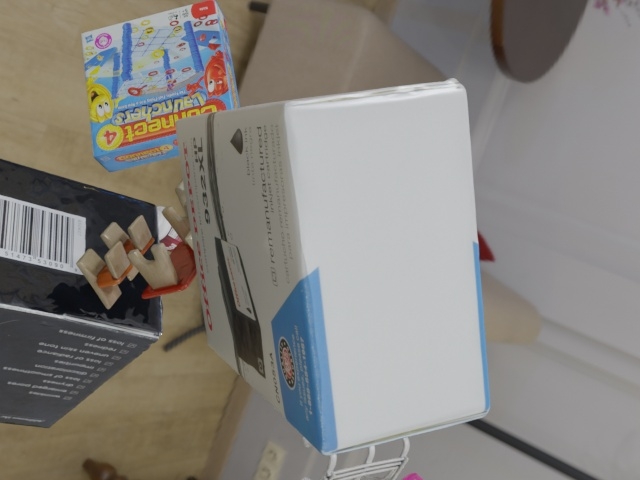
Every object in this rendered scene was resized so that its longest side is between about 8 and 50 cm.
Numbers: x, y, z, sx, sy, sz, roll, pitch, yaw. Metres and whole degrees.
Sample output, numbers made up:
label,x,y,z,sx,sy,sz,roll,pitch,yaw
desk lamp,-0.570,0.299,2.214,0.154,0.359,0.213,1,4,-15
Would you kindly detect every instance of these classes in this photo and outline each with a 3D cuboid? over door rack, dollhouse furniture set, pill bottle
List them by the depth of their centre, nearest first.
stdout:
label,x,y,z,sx,sy,sz,roll,pitch,yaw
over door rack,-0.007,0.434,1.244,0.239,0.108,0.324,12,101,-54
dollhouse furniture set,-0.192,0.005,1.264,0.135,0.262,0.259,65,28,-26
pill bottle,-0.355,-0.026,1.872,0.152,0.086,0.086,36,79,-52

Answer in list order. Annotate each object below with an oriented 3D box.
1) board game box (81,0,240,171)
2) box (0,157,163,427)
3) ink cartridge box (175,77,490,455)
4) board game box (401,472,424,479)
label,x,y,z,sx,sy,sz,roll,pitch,yaw
board game box,-0.336,-0.328,1.730,0.086,0.308,0.302,62,15,-70
box,-0.606,0.103,1.456,0.480,0.297,0.472,18,139,-36
ink cartridge box,-0.010,0.001,0.642,0.129,0.307,0.223,-10,100,-20
board game box,-0.032,0.449,0.796,0.390,0.050,0.390,-30,138,-29
